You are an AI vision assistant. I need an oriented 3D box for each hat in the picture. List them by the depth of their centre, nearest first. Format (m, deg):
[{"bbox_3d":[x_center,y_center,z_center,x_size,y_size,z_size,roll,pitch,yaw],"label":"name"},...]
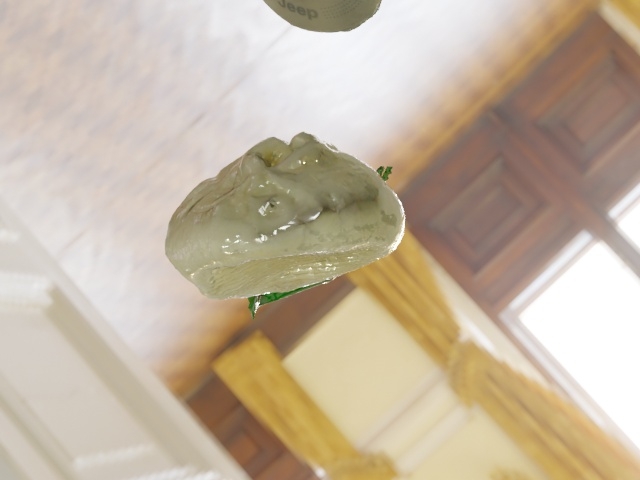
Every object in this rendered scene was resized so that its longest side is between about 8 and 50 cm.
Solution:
[{"bbox_3d":[-0.044,-0.291,1.656,0.149,0.214,0.245,-47,144,-41],"label":"hat"}]

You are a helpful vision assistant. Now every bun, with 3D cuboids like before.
[{"bbox_3d":[-0.038,-0.027,1.550,0.231,0.133,0.231,-10,169,-2],"label":"bun"}]

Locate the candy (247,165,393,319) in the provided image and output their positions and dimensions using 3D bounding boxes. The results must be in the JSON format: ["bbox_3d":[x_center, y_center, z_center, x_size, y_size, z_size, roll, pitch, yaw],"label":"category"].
[{"bbox_3d":[0.002,0.004,1.762,0.203,0.078,0.141,-31,168,-50],"label":"candy"}]
